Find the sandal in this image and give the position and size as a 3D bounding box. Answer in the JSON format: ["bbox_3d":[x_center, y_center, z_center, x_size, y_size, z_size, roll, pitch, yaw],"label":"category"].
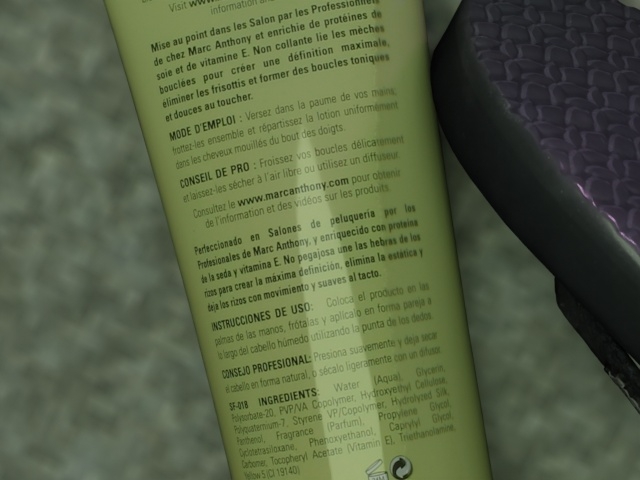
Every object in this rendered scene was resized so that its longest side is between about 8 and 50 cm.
[{"bbox_3d":[0.113,0.041,0.411,0.254,0.097,0.054,46,127,2],"label":"sandal"}]

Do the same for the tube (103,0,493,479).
[{"bbox_3d":[0.000,0.000,0.441,0.070,0.062,0.240,-12,89,-34],"label":"tube"}]
